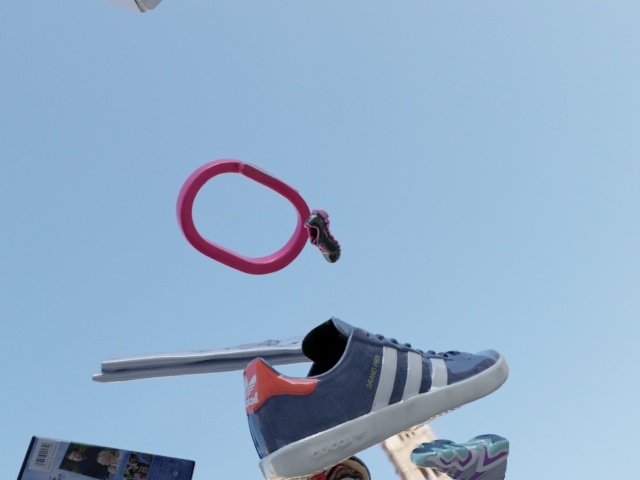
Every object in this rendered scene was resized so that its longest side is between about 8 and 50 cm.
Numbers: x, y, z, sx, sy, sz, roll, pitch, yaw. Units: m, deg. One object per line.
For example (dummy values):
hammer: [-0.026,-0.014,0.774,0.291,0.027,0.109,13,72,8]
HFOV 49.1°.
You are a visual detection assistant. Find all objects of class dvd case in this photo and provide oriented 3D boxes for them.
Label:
dvd case: [-0.327,0.394,1.028,0.253,0.180,0.022,10,-35,-3]

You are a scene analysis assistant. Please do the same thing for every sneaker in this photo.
sneaker: [0.070,0.147,0.792,0.350,0.148,0.131,-10,-24,-38]
sneaker: [0.126,0.213,0.622,0.098,0.038,0.069,0,-91,-18]
sneaker: [0.000,0.000,1.344,0.057,0.047,0.119,-49,-54,-43]

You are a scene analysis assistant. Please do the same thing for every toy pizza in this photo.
toy pizza: [-0.009,0.425,1.147,0.202,0.032,0.201,-8,-60,-14]

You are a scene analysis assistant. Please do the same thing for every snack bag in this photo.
snack bag: [-0.164,0.172,1.062,0.323,0.342,0.037,-4,-96,-13]

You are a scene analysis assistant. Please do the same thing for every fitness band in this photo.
fitness band: [-0.152,-0.045,1.418,0.291,0.054,0.209,28,-81,-33]

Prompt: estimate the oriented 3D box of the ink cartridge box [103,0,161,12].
ink cartridge box: [-0.328,-0.498,1.124,0.207,0.283,0.117,-52,-34,-20]
